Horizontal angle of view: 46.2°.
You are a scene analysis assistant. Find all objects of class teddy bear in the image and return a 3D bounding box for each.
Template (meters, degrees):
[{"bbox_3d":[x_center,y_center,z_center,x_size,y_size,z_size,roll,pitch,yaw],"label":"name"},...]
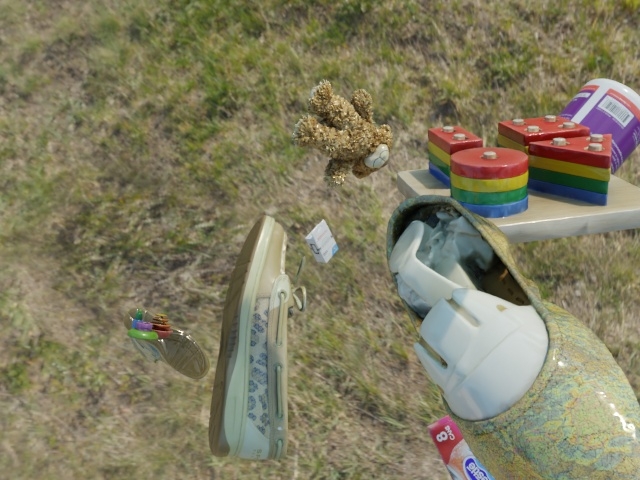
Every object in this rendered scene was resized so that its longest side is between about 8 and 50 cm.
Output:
[{"bbox_3d":[0.068,-0.257,1.865,0.113,0.338,0.245,14,64,43],"label":"teddy bear"}]

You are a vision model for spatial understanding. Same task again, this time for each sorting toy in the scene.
[{"bbox_3d":[0.251,-0.087,0.938,0.257,0.255,0.089,-7,111,-8],"label":"sorting toy"},{"bbox_3d":[-0.291,0.142,1.277,0.061,0.102,0.042,9,89,15],"label":"sorting toy"}]

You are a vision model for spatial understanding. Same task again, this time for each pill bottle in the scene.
[{"bbox_3d":[0.583,-0.197,1.700,0.181,0.181,0.323,39,84,25],"label":"pill bottle"}]

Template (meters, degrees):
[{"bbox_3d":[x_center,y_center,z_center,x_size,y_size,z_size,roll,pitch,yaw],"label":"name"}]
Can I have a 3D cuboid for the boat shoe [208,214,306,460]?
[{"bbox_3d":[-0.068,0.113,0.892,0.089,0.104,0.285,12,77,-15],"label":"boat shoe"}]

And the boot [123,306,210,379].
[{"bbox_3d":[-0.335,0.240,1.647,0.213,0.165,0.077,35,66,4],"label":"boot"}]

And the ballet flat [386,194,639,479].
[{"bbox_3d":[0.114,0.060,0.561,0.123,0.123,0.348,-29,25,8],"label":"ballet flat"}]

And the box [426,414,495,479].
[{"bbox_3d":[0.227,0.259,0.912,0.122,0.257,0.128,-29,69,9],"label":"box"}]

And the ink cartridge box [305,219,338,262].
[{"bbox_3d":[0.000,0.000,1.565,0.028,0.083,0.048,9,46,41],"label":"ink cartridge box"}]
